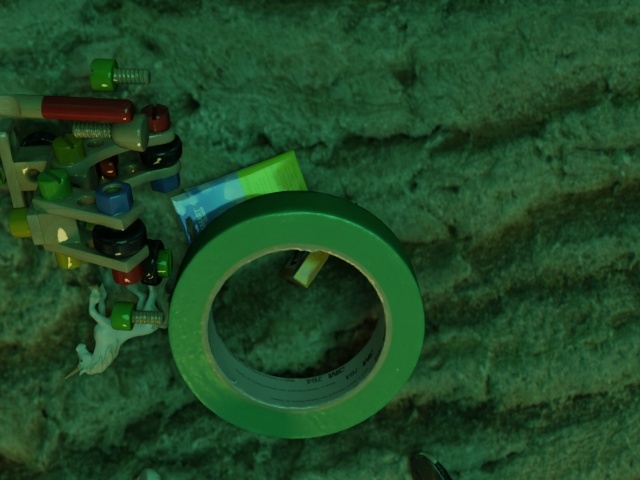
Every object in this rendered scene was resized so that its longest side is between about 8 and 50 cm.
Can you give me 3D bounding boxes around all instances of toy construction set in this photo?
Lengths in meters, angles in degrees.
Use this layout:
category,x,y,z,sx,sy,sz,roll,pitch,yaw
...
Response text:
category,x,y,z,sx,sy,sz,roll,pitch,yaw
toy construction set,-0.300,-0.079,1.101,0.237,0.309,0.257,4,60,3

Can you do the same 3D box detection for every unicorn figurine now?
category,x,y,z,sx,sy,sz,roll,pitch,yaw
unicorn figurine,-0.261,0.106,1.234,0.162,0.060,0.111,-15,94,-16

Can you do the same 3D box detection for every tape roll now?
category,x,y,z,sx,sy,sz,roll,pitch,yaw
tape roll,-0.031,0.098,1.227,0.321,0.077,0.321,-1,114,-2

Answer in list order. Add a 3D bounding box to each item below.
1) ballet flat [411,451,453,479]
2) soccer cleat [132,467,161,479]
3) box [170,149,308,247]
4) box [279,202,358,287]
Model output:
category,x,y,z,sx,sy,sz,roll,pitch,yaw
ballet flat,0.184,0.372,1.384,0.173,0.057,0.049,57,36,-11
soccer cleat,-0.216,0.389,1.252,0.076,0.068,0.196,3,97,-22
box,-0.102,-0.040,1.288,0.178,0.042,0.109,-22,96,-14
box,0.000,0.000,1.300,0.028,0.081,0.136,35,81,-13
